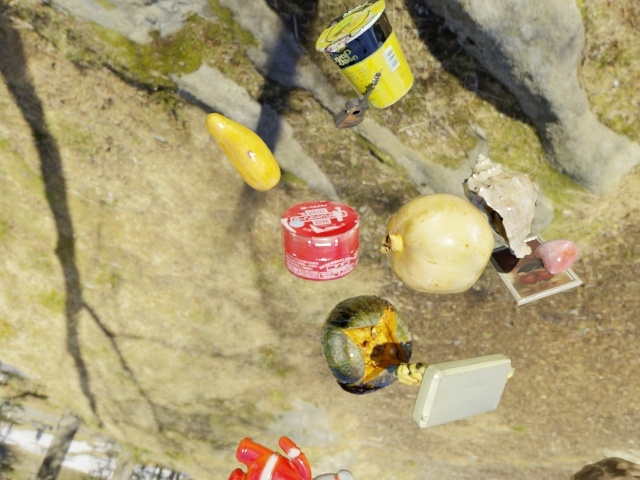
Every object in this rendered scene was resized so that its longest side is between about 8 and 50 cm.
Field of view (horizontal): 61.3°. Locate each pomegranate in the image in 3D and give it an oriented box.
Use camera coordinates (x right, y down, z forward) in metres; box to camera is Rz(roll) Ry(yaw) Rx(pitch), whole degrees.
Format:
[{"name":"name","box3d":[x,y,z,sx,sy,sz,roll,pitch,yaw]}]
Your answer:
[{"name":"pomegranate","box3d":[0.317,0.009,1.526,0.319,0.319,0.319,8,148,5]}]

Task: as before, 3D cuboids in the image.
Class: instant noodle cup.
[{"name":"instant noodle cup","box3d":[0.134,-0.490,1.453,0.215,0.215,0.236,-15,130,36]}]

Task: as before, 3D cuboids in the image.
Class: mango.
[{"name":"mango","box3d":[-0.235,-0.282,1.687,0.295,0.120,0.177,53,176,-4]}]

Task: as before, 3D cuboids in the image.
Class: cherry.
[{"name":"cherry","box3d":[0.680,0.040,1.562,0.106,0.126,0.087,34,165,45]}]

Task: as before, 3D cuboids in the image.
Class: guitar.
[{"name":"guitar","box3d":[0.106,-0.372,1.440,0.088,0.025,0.233,-12,162,-25]}]

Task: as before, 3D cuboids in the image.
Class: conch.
[{"name":"conch","box3d":[0.546,-0.115,1.589,0.186,0.324,0.263,-43,166,27]}]

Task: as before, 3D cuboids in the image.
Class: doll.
[{"name":"doll","box3d":[-0.022,0.380,0.805,0.245,0.142,0.076,17,-173,13]}]

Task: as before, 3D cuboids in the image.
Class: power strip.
[{"name":"power strip","box3d":[0.177,0.179,0.657,0.169,0.076,0.028,4,-166,-40]}]

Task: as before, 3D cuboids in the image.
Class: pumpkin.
[{"name":"pumpkin","box3d":[0.149,0.327,1.738,0.320,0.320,0.192,24,166,-20]}]

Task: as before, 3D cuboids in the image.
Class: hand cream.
[{"name":"hand cream","box3d":[0.000,0.000,1.506,0.230,0.230,0.149,4,120,11]}]

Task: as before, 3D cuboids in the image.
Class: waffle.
[{"name":"waffle","box3d":[0.348,0.360,1.435,0.282,0.058,0.301,12,159,-27]}]

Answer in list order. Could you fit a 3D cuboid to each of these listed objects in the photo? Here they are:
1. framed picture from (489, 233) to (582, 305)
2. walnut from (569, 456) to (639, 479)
[{"name":"framed picture","box3d":[0.709,0.091,1.831,0.211,0.289,0.020,-19,123,4]},{"name":"walnut","box3d":[0.605,0.551,1.021,0.227,0.273,0.273,-2,148,-3]}]
